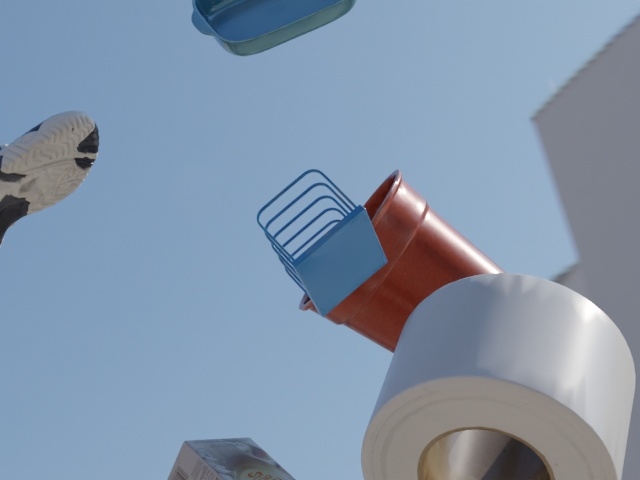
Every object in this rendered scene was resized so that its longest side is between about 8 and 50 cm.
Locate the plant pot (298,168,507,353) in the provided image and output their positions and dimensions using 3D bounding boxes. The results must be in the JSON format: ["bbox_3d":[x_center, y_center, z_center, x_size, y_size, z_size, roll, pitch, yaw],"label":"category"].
[{"bbox_3d":[0.151,0.073,2.519,0.265,0.272,0.272,35,-43,-4],"label":"plant pot"}]

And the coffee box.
[{"bbox_3d":[-0.088,0.385,2.232,0.141,0.246,0.098,4,-64,-49],"label":"coffee box"}]

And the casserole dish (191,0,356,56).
[{"bbox_3d":[-0.044,-0.247,1.653,0.188,0.114,0.037,-26,-41,-14],"label":"casserole dish"}]

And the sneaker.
[{"bbox_3d":[-0.343,-0.086,1.684,0.235,0.153,0.094,-46,-40,19],"label":"sneaker"}]

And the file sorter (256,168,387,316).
[{"bbox_3d":[0.000,0.000,2.114,0.118,0.104,0.170,-40,-27,-7],"label":"file sorter"}]

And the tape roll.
[{"bbox_3d":[0.175,0.177,1.538,0.246,0.169,0.246,8,-55,12],"label":"tape roll"}]

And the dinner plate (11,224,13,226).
[{"bbox_3d":[-0.429,-0.075,1.997,0.017,0.141,0.141,-33,-19,-29],"label":"dinner plate"}]
